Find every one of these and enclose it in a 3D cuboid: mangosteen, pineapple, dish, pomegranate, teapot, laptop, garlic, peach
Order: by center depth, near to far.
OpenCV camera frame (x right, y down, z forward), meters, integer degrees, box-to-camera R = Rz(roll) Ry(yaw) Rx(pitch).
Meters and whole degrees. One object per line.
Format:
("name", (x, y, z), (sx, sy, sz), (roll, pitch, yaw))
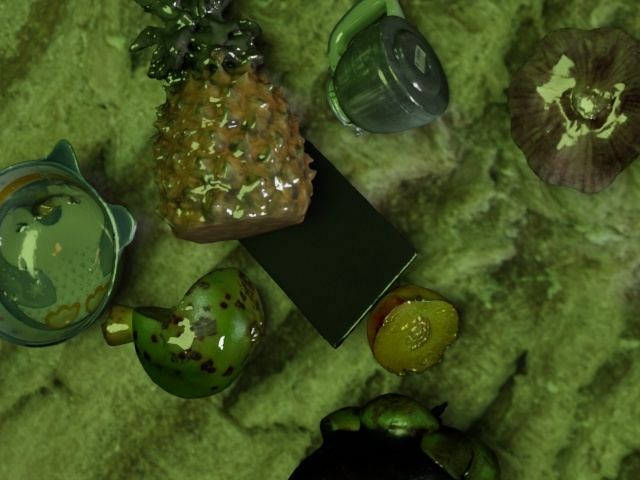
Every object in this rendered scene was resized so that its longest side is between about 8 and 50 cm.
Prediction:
("garlic", (0.248, -0.128, 1.135), (0.147, 0.102, 0.159), (18, 97, 18))
("mangosteen", (0.067, 0.266, 1.160), (0.243, 0.243, 0.243), (1, 92, 18))
("teapot", (0.051, -0.171, 1.198), (0.108, 0.111, 0.149), (-27, 89, 31))
("peach", (0.090, 0.086, 1.216), (0.098, 0.098, 0.061), (-47, 34, 14))
("pineapple", (-0.109, -0.168, 1.225), (0.169, 0.169, 0.340), (-15, 76, 18))
("laptop", (0.000, 0.000, 1.241), (0.135, 0.016, 0.197), (-49, 61, 12))
("pomegranate", (-0.139, 0.106, 1.250), (0.169, 0.143, 0.122), (-19, 86, 9))
("dish", (-0.295, 0.002, 1.329), (0.236, 0.086, 0.228), (7, 93, 19))
